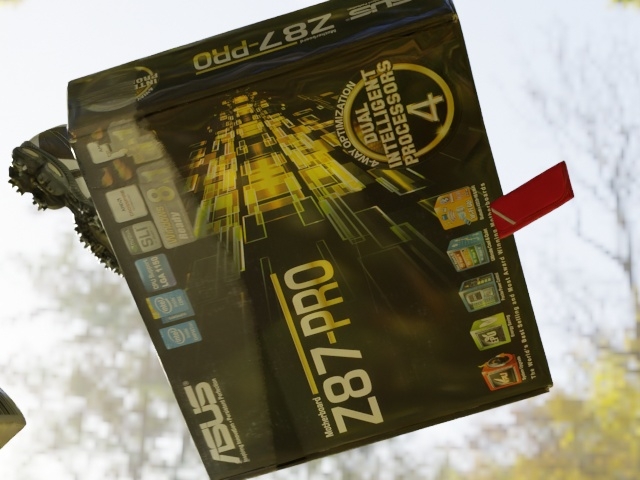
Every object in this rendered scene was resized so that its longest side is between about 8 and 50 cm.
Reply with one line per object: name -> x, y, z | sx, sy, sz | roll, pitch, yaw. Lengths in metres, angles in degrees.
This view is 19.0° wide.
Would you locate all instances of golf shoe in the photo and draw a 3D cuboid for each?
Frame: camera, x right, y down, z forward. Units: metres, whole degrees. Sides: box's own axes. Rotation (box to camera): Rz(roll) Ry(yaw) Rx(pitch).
golf shoe -> -0.214, -0.042, 1.904 | 0.198, 0.094, 0.077 | 42, -35, 0

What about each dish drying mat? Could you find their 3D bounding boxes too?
dish drying mat -> 0.161, -0.030, 1.466 | 0.008, 0.032, 0.083 | 4, -25, -38

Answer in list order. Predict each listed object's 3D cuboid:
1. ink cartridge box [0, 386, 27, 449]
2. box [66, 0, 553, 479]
ink cartridge box -> -0.329, 0.182, 1.291 | 0.232, 0.066, 0.189 | -48, -16, 9
box -> 0.000, 0.000, 1.592 | 0.318, 0.097, 0.395 | -15, -55, 3
